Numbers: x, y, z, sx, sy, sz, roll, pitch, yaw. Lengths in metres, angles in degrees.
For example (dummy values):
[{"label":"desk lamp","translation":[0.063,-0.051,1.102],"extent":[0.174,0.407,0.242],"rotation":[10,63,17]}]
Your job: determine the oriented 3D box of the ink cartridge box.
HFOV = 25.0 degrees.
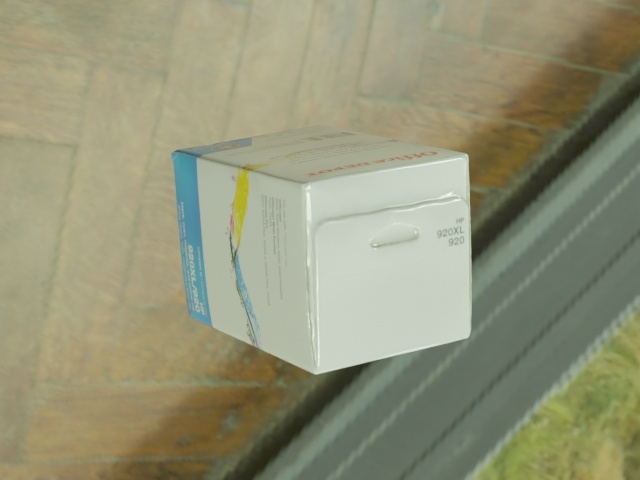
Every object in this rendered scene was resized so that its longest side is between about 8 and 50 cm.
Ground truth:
[{"label":"ink cartridge box","translation":[0.000,0.000,1.295],"extent":[0.171,0.233,0.168],"rotation":[-12,106,-31]}]
